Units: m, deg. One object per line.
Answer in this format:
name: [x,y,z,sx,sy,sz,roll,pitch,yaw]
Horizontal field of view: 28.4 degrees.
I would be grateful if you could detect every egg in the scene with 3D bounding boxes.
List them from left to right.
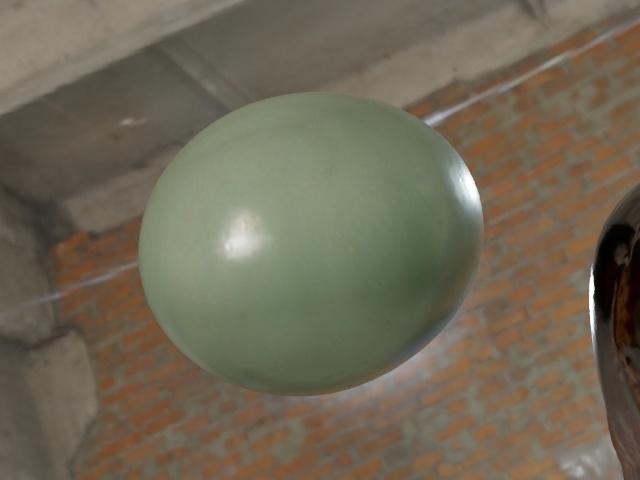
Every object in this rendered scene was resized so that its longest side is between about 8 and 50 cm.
egg: [0.000,0.000,0.717,0.168,0.168,0.231,-43,-17,35]

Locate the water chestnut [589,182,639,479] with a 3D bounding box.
water chestnut: [0.268,0.064,0.601,0.289,0.244,0.289,-4,-64,-9]
